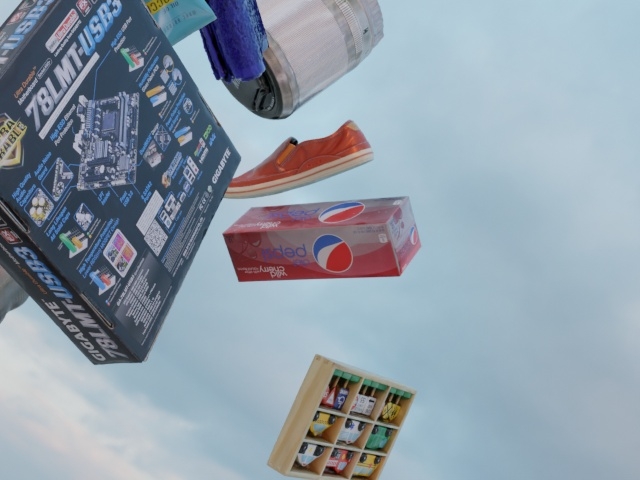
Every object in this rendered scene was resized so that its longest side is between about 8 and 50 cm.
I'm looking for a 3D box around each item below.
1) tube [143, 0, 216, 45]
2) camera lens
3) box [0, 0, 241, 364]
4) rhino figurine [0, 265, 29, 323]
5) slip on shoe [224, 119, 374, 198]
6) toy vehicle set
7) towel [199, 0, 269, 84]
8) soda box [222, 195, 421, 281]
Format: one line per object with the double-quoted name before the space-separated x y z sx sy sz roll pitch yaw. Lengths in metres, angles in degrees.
"tube" -0.182 -0.291 1.024 0.052 0.080 0.207 56 -5 46
"camera lens" -0.049 -0.368 1.818 0.219 0.274 0.219 41 -24 23
"box" -0.214 -0.082 0.963 0.073 0.295 0.293 -6 -45 31
"rhino figurine" -0.441 0.043 1.470 0.073 0.243 0.106 42 -30 -6
"slip on shoe" -0.059 -0.156 2.008 0.123 0.331 0.101 -19 91 -77
"toy vehicle set" 0.039 0.267 1.444 0.035 0.166 0.267 22 -3 34
"towel" -0.142 -0.359 1.240 0.227 0.076 0.308 -96 170 -70
"soda box" 0.000 0.000 1.392 0.263 0.092 0.083 -3 -64 30
